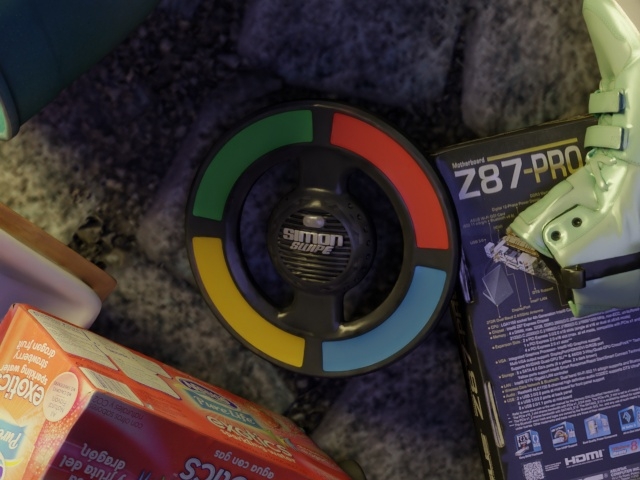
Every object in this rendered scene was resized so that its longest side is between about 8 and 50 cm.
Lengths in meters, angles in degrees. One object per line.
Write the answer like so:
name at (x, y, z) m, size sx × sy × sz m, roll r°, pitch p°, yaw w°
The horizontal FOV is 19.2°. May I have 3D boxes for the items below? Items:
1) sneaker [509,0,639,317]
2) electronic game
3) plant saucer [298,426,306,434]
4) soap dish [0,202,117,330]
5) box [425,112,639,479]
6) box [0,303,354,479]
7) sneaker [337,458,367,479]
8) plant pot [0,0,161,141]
sneaker at (0.208, -0.067, 1.442) m, size 0.151 × 0.094 × 0.256 m, roll -17°, pitch 89°, yaw -3°
electronic game at (0.000, 0.000, 1.500) m, size 0.229 × 0.048 × 0.229 m, roll 5°, pitch 107°, yaw 18°
plant saucer at (-0.083, 0.232, 1.593) m, size 0.067 × 0.018 × 0.192 m, roll 26°, pitch 96°, yaw -13°
soap dish at (-0.332, 0.073, 1.430) m, size 0.291 × 0.118 × 0.229 m, roll -47°, pitch 131°, yaw 7°
box at (0.304, 0.039, 1.545) m, size 0.395 × 0.097 × 0.318 m, roll -14°, pitch 95°, yaw -6°
box at (-0.124, 0.182, 1.435) m, size 0.300 × 0.154 × 0.142 m, roll 28°, pitch 97°, yaw -40°
sneaker at (-0.026, 0.319, 1.583) m, size 0.145 × 0.090 × 0.270 m, roll -3°, pitch 105°, yaw -10°
plant pot at (-0.199, -0.252, 1.358) m, size 0.255 × 0.271 × 0.272 m, roll -36°, pitch 105°, yaw -14°
